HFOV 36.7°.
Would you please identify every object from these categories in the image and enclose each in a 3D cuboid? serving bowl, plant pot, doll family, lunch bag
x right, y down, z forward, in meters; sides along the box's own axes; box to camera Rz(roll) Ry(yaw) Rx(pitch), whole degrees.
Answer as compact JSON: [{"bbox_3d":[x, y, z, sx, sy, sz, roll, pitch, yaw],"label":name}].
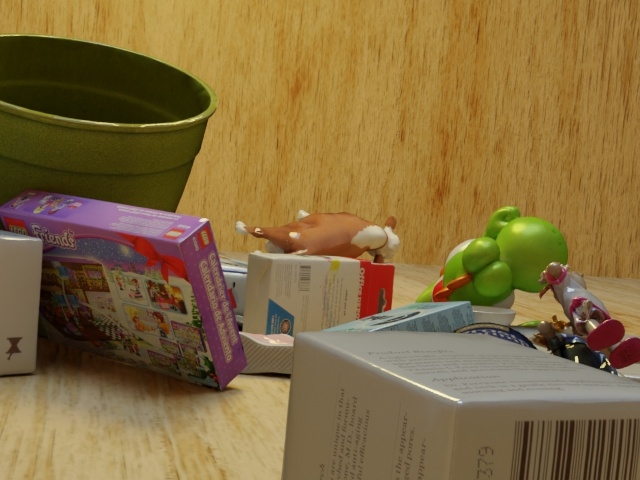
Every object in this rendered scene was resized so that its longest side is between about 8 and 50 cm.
[{"bbox_3d":[0.220,0.105,1.298,0.083,0.027,0.083,4,3,0],"label":"serving bowl"},{"bbox_3d":[-0.359,-0.067,1.366,0.366,0.353,0.366,12,24,-6],"label":"plant pot"},{"bbox_3d":[0.280,0.135,0.930,0.263,0.118,0.163,38,11,-17],"label":"doll family"},{"bbox_3d":[-0.185,0.081,1.626,0.243,0.115,0.303,10,3,-18],"label":"lunch bag"}]

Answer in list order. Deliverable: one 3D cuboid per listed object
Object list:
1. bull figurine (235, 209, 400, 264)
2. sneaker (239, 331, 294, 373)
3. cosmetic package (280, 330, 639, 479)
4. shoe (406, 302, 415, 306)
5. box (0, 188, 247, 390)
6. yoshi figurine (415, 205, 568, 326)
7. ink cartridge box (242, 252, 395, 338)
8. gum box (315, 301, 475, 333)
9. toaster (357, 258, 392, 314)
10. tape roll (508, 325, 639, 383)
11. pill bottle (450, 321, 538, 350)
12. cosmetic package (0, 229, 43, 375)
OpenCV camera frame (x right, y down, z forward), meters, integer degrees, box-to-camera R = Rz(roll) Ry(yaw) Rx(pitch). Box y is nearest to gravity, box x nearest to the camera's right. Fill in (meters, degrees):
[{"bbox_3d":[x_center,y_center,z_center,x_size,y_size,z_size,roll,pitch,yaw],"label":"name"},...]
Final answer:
[{"bbox_3d":[0.000,0.000,1.689,0.188,0.101,0.310,6,7,36],"label":"bull figurine"},{"bbox_3d":[-0.078,0.143,1.232,0.134,0.051,0.070,8,2,1],"label":"sneaker"},{"bbox_3d":[0.081,0.141,0.551,0.151,0.151,0.184,4,4,-25],"label":"cosmetic package"},{"bbox_3d":[0.181,0.136,1.661,0.077,0.058,0.219,5,3,15],"label":"shoe"},{"bbox_3d":[-0.234,0.053,1.138,0.293,0.201,0.057,10,36,32],"label":"box"},{"bbox_3d":[0.283,0.058,1.478,0.204,0.203,0.362,30,-8,9],"label":"yoshi figurine"},{"bbox_3d":[0.000,0.092,1.502,0.231,0.134,0.078,4,3,-34],"label":"ink cartridge box"},{"bbox_3d":[0.087,0.123,1.276,0.184,0.041,0.157,-14,1,-22],"label":"gum box"},{"bbox_3d":[0.045,0.090,1.824,0.168,0.110,0.186,7,3,18],"label":"toaster"},{"bbox_3d":[0.365,0.171,1.219,0.392,0.072,0.392,5,2,0],"label":"tape roll"},{"bbox_3d":[0.157,0.143,0.912,0.123,0.122,0.219,5,4,9],"label":"pill bottle"},{"bbox_3d":[-0.547,0.049,1.179,0.230,0.161,0.453,2,5,-43],"label":"cosmetic package"}]
